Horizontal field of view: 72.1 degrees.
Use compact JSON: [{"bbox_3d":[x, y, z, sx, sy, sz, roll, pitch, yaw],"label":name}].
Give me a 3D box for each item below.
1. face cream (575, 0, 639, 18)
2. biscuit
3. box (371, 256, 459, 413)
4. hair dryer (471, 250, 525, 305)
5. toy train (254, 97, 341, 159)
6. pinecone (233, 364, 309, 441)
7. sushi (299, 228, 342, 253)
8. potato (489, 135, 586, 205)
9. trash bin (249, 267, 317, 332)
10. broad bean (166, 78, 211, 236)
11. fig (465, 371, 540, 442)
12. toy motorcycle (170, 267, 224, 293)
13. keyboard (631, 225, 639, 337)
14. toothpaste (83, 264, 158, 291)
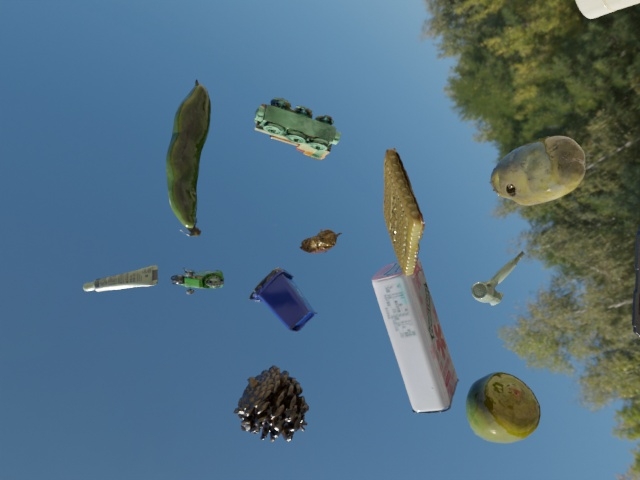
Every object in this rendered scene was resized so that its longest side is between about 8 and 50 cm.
[{"bbox_3d":[0.531,-0.469,0.677,0.081,0.348,0.174,-3,-78,-11],"label":"face cream"},{"bbox_3d":[0.156,-0.046,0.869,0.029,0.255,0.172,-14,-118,0],"label":"biscuit"},{"bbox_3d":[0.250,0.243,1.147,0.190,0.112,0.370,-22,-84,-62],"label":"box"},{"bbox_3d":[0.676,0.138,1.620,0.206,0.237,0.075,19,-158,-47],"label":"hair dryer"},{"bbox_3d":[-0.051,-0.220,0.881,0.175,0.118,0.074,13,-97,-17],"label":"toy train"},{"bbox_3d":[-0.158,0.564,1.492,0.257,0.244,0.243,41,-141,14],"label":"pinecone"},{"bbox_3d":[0.002,0.004,1.191,0.118,0.060,0.062,-33,-100,-7],"label":"sushi"},{"bbox_3d":[0.629,-0.199,1.285,0.141,0.296,0.192,16,-98,-27],"label":"potato"},{"bbox_3d":[-0.146,0.248,1.761,0.234,0.184,0.162,48,-178,21],"label":"trash bin"},{"bbox_3d":[-0.218,-0.135,0.718,0.065,0.046,0.255,5,-87,-18],"label":"broad bean"},{"bbox_3d":[0.542,0.510,1.343,0.207,0.230,0.207,4,-114,-10],"label":"fig"},{"bbox_3d":[-0.375,0.121,1.386,0.106,0.190,0.074,-24,-65,-65],"label":"toy motorcycle"},{"bbox_3d":[0.759,0.091,0.980,0.016,0.106,0.263,-10,-79,-67],"label":"keyboard"},{"bbox_3d":[-0.571,0.117,1.259,0.216,0.037,0.062,-11,-113,0],"label":"toothpaste"}]
